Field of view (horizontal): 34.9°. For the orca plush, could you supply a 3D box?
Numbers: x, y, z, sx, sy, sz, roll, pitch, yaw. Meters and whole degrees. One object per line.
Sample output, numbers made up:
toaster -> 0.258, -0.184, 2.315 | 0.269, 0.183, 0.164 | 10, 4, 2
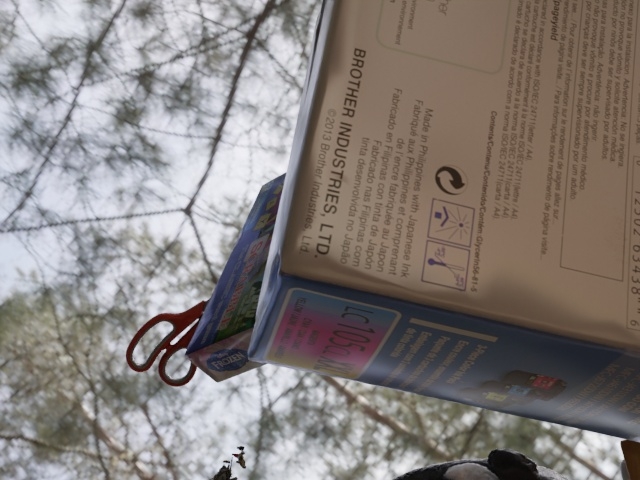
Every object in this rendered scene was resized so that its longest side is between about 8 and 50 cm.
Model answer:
orca plush -> 0.169, 0.270, 1.015 | 0.102, 0.287, 0.151 | -26, -84, -59

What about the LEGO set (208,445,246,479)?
LEGO set -> -0.114, 0.278, 1.220 | 0.024, 0.054, 0.083 | 12, -67, -22

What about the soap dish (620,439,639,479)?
soap dish -> 0.576, 0.392, 1.423 | 0.291, 0.228, 0.118 | 15, -43, -24

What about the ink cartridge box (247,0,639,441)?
ink cartridge box -> 0.179, -0.029, 0.607 | 0.151, 0.396, 0.269 | 110, 172, -66

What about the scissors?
scissors -> -0.164, 0.091, 1.492 | 0.109, 0.021, 0.297 | 38, -83, -12

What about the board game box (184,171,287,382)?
board game box -> 0.000, 0.000, 1.276 | 0.066, 0.318, 0.318 | 43, -135, -24
